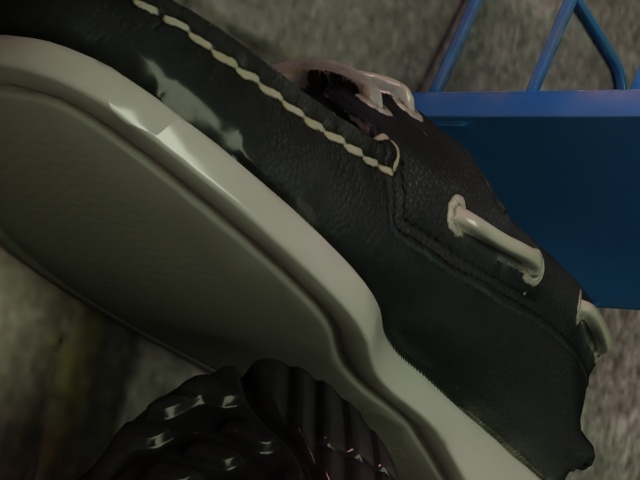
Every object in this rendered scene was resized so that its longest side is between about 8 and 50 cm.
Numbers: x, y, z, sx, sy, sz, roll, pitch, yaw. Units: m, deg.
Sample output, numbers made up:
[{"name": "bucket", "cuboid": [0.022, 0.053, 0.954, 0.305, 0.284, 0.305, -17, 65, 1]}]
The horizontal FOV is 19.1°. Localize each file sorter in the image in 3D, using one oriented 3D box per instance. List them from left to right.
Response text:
[{"name": "file sorter", "cuboid": [0.139, -0.047, 0.651, 0.118, 0.170, 0.104, 48, 57, -41]}]

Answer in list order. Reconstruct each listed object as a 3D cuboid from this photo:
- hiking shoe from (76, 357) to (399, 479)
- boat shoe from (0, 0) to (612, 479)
[{"name": "hiking shoe", "cuboid": [-0.085, 0.112, 0.465, 0.227, 0.086, 0.114, -15, 141, -27]}, {"name": "boat shoe", "cuboid": [0.000, 0.000, 0.545, 0.302, 0.114, 0.091, 49, 58, -55]}]
